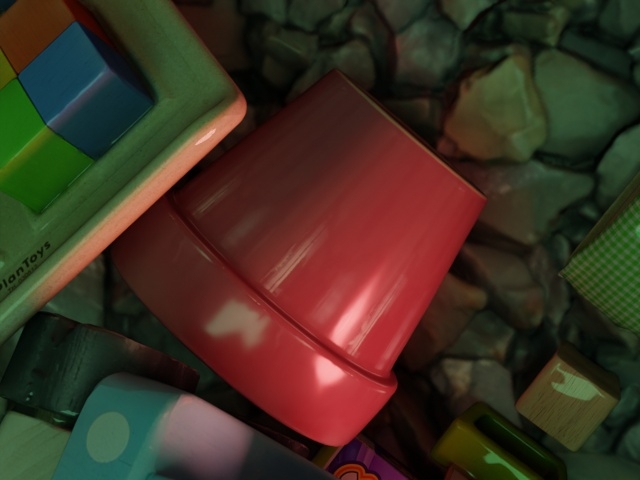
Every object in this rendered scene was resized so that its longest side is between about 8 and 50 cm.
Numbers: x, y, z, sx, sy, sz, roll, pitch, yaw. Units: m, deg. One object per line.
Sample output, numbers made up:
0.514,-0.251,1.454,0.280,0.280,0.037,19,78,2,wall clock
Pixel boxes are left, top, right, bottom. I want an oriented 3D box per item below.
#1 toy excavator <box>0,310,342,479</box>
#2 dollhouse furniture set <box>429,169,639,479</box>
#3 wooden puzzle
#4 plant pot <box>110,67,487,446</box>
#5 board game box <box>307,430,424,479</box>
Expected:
-0.019,0.187,0.785,0.445,0.433,0.222,13,74,33,toy excavator
0.221,0.093,0.976,0.197,0.151,0.301,37,111,3,dollhouse furniture set
-0.240,-0.074,0.951,0.322,0.080,0.348,-43,49,8,wooden puzzle
0.000,0.000,1.000,0.201,0.201,0.180,41,96,1,plant pot
-0.001,0.329,1.081,0.233,0.078,0.347,37,90,2,board game box
